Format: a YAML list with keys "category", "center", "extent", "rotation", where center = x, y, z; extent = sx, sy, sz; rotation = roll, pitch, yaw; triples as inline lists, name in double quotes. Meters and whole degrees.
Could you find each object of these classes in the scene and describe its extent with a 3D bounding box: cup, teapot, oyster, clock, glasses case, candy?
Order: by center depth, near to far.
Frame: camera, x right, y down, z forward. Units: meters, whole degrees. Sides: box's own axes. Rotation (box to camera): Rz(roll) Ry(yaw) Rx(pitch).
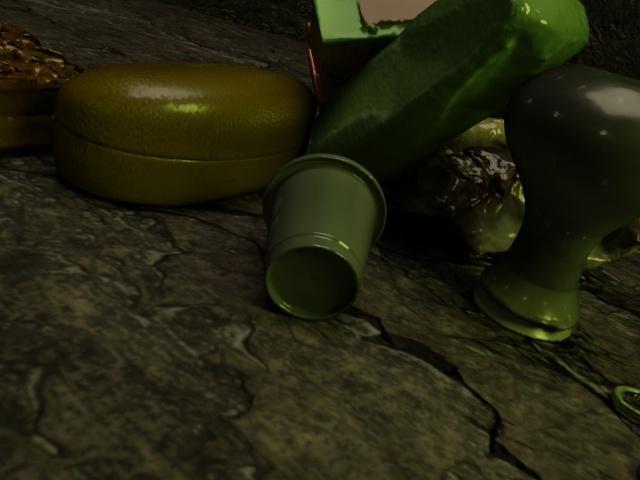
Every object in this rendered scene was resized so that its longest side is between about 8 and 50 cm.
- category: "cup"
  center: [0.000, 0.000, 0.526]
  extent: [0.120, 0.120, 0.141]
  rotation: [14, 36, -6]
- category: "teapot"
  center: [0.241, -0.032, 0.568]
  extent: [0.183, 0.251, 0.183]
  rotation: [14, 24, -6]
- category: "candy"
  center: [0.127, -0.167, 0.669]
  extent: [0.142, 0.343, 0.132]
  rotation: [31, 55, -22]
- category: "glasses case"
  center: [-0.127, -0.143, 0.709]
  extent: [0.173, 0.141, 0.371]
  rotation: [27, 25, 22]
- category: "oyster"
  center: [0.251, -0.036, 0.747]
  extent: [0.336, 0.133, 0.198]
  rotation: [16, 30, 9]
- category: "clock"
  center: [0.086, -0.251, 0.806]
  extent: [0.219, 0.106, 0.255]
  rotation: [-8, -16, -8]

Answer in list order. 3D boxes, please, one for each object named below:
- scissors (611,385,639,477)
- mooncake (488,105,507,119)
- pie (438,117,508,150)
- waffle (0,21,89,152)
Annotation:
- category: "scissors"
  center: [0.325, 0.177, 0.448]
  extent: [0.187, 0.020, 0.133]
  rotation: [17, 26, 5]
- category: "mooncake"
  center: [0.359, -0.336, 1.220]
  extent: [0.194, 0.357, 0.356]
  rotation: [27, 25, 16]
- category: "pie"
  center: [0.222, -0.157, 0.938]
  extent: [0.337, 0.075, 0.337]
  rotation: [2, 5, 0]
- category: "waffle"
  center: [-0.408, -0.171, 0.613]
  extent: [0.212, 0.091, 0.308]
  rotation: [33, 24, 19]
